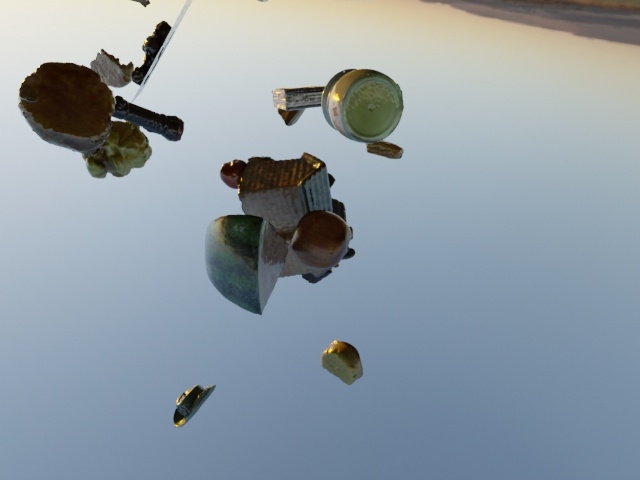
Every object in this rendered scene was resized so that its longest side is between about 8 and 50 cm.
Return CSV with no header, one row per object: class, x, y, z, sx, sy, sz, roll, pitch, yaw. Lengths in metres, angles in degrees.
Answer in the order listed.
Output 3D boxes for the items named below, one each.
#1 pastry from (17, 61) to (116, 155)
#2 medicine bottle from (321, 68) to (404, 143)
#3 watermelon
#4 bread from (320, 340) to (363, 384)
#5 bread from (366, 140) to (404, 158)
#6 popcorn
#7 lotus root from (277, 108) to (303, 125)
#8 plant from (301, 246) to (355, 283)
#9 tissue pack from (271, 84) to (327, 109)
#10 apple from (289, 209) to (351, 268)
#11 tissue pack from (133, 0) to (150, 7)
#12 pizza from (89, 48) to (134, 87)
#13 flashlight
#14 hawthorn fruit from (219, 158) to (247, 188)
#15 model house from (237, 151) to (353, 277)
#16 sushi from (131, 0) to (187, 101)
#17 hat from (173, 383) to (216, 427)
pastry,-0.625,-0.328,1.032,0.218,0.229,0.100,-32,-163,-37
medicine bottle,0.085,-0.289,0.874,0.147,0.147,0.143,-3,-155,-18
watermelon,-0.223,0.072,1.243,0.283,0.250,0.293,14,165,41
bread,0.080,0.423,1.437,0.156,0.125,0.086,32,-147,23
bread,0.225,-0.322,1.431,0.132,0.053,0.074,25,-154,27
popcorn,-0.812,-0.368,1.623,0.250,0.235,0.241,-23,-97,-14
lotus root,-0.118,-0.562,1.738,0.095,0.135,0.159,40,-168,-12
plant,0.023,0.083,1.911,0.146,0.274,0.149,34,-151,-38
tissue pack,-0.032,-0.492,1.399,0.236,0.073,0.173,-12,-157,-18
apple,0.000,0.000,1.412,0.188,0.211,0.211,30,-146,1
tissue pack,-0.429,-0.621,0.790,0.215,0.256,0.123,0,-118,-29
pizza,-0.764,-0.624,1.499,0.271,0.134,0.056,-1,-132,48
flashlight,-0.570,-0.397,1.342,0.232,0.093,0.093,10,-157,-45
hawthorn fruit,-0.345,-0.266,1.652,0.125,0.140,0.125,0,-126,0
model house,-0.072,-0.125,1.672,0.400,0.445,0.395,-5,-142,10
sushi,-0.408,-0.482,1.007,0.043,0.279,0.192,30,-160,-26
hat,-0.459,0.562,1.452,0.078,0.138,0.191,55,-149,-10
